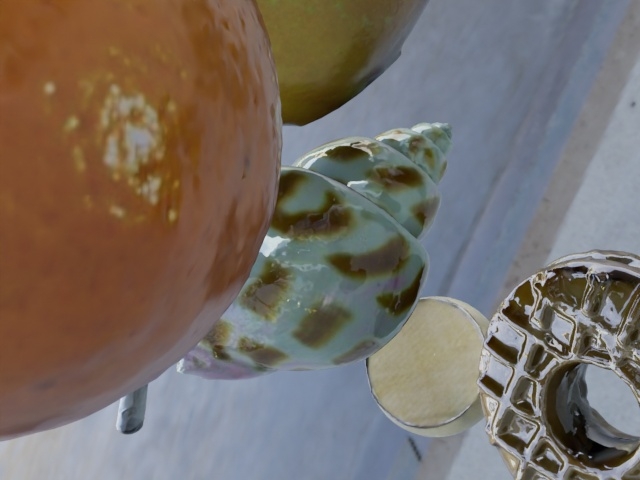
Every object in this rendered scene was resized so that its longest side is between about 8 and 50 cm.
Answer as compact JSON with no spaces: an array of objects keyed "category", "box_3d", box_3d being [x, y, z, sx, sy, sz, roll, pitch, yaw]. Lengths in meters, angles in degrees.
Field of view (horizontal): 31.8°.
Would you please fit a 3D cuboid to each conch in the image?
[{"category":"conch","box_3d":[-0.001,0.001,1.156,0.197,0.249,0.368,-27,22,46]}]

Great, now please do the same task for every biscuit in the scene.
[{"category":"biscuit","box_3d":[0.306,0.169,1.189,0.332,0.103,0.332,19,116,43]}]

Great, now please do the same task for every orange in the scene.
[{"category":"orange","box_3d":[-0.219,-0.085,0.585,0.424,0.423,0.326,34,117,58]}]

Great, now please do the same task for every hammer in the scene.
[{"category":"hammer","box_3d":[-0.212,0.036,1.378,0.044,0.152,0.427,14,98,20]}]

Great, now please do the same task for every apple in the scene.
[{"category":"apple","box_3d":[-0.049,-0.298,1.052,0.384,0.374,0.374,-46,33,-3]}]

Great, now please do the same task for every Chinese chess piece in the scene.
[{"category":"Chinese chess piece","box_3d":[0.210,0.230,2.053,0.257,0.104,0.257,-8,72,27]}]
